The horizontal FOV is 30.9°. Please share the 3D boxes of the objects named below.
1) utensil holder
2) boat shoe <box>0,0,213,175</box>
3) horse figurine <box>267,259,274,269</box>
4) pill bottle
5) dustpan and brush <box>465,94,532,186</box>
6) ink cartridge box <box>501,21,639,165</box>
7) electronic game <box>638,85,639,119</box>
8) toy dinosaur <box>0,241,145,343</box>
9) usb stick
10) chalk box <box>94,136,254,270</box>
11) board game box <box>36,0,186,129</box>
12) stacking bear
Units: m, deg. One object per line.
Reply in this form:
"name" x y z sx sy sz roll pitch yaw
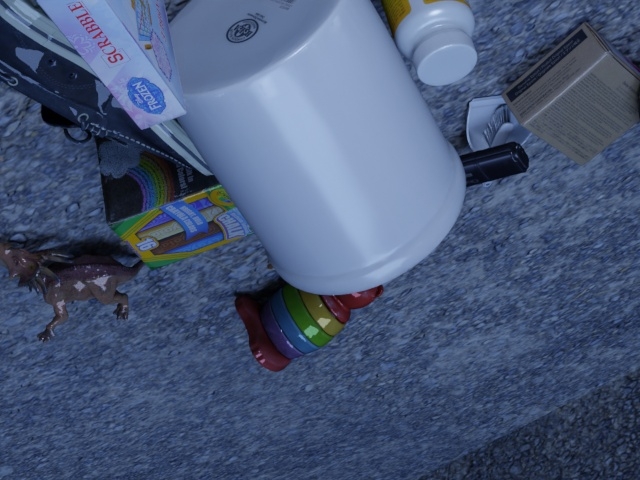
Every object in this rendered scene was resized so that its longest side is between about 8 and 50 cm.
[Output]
"utensil holder" -0.016 -0.165 1.630 0.327 0.328 0.385 -24 129 14
"boat shoe" -0.316 -0.230 1.622 0.156 0.187 0.500 -28 142 24
"horse figurine" 0.000 0.000 2.259 0.263 0.066 0.174 -31 167 12
"pill bottle" 0.151 -0.327 1.642 0.117 0.208 0.118 -12 150 -7
"dustpan and brush" 0.324 -0.179 2.131 0.147 0.060 0.211 -8 150 -14
"ink cartridge box" 0.460 -0.251 2.022 0.193 0.088 0.234 -41 142 21
"electronic game" 0.626 -0.270 2.016 0.229 0.048 0.229 -20 120 -38
"toy dinosaur" -0.444 0.066 2.130 0.295 0.127 0.200 -12 144 -18
"usb stick" 0.249 -0.124 2.137 0.278 0.045 0.077 -14 147 29
"chalk box" -0.194 -0.104 1.891 0.288 0.180 0.179 -18 150 7
"board game box" -0.263 -0.339 1.315 0.065 0.319 0.318 -19 150 8
"stacking bear" -0.007 0.137 2.430 0.289 0.175 0.164 -32 145 14
